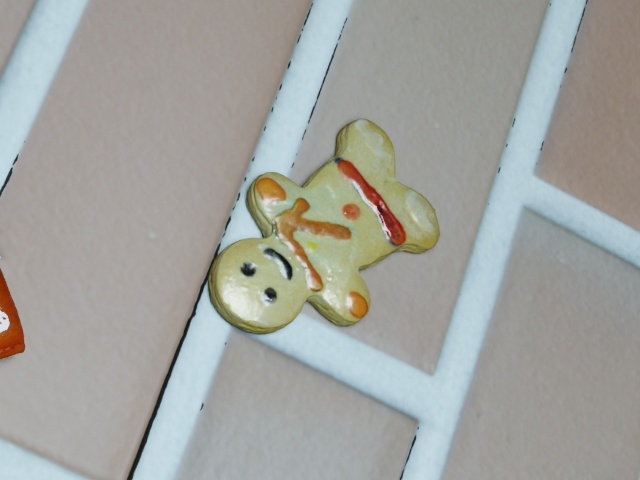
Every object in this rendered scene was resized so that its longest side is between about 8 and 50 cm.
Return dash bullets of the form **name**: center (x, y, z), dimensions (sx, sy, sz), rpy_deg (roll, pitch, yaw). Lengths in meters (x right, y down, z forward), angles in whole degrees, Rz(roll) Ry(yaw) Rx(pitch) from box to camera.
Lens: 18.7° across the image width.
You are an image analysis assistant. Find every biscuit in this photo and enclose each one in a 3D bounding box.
- **biscuit**: center (0.000, 0.000, 1.685), dimensions (0.234, 0.030, 0.153), rpy_deg (-33, 86, -31)

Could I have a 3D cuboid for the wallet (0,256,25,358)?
- **wallet**: center (-0.343, 0.049, 1.499), dimensions (0.204, 0.045, 0.142), rpy_deg (-18, 82, -28)
